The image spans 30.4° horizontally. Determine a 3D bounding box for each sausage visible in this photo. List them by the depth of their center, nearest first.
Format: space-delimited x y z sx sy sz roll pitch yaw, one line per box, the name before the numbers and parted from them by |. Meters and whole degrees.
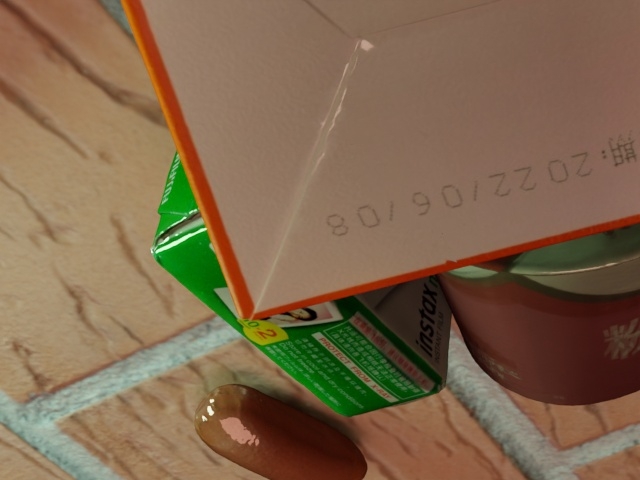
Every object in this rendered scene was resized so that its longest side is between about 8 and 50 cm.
sausage | -0.038 0.196 1.138 0.194 0.077 0.077 31 126 -27

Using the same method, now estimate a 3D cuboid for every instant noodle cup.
instant noodle cup | 0.176 -0.008 0.837 0.235 0.234 0.178 -11 134 9

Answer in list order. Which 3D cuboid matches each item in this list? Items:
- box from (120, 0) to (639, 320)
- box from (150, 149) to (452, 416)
box | 0.071 -0.186 0.626 0.349 0.256 0.318 -15 130 4
box | 0.000 0.000 0.882 0.103 0.180 0.250 -24 128 34
